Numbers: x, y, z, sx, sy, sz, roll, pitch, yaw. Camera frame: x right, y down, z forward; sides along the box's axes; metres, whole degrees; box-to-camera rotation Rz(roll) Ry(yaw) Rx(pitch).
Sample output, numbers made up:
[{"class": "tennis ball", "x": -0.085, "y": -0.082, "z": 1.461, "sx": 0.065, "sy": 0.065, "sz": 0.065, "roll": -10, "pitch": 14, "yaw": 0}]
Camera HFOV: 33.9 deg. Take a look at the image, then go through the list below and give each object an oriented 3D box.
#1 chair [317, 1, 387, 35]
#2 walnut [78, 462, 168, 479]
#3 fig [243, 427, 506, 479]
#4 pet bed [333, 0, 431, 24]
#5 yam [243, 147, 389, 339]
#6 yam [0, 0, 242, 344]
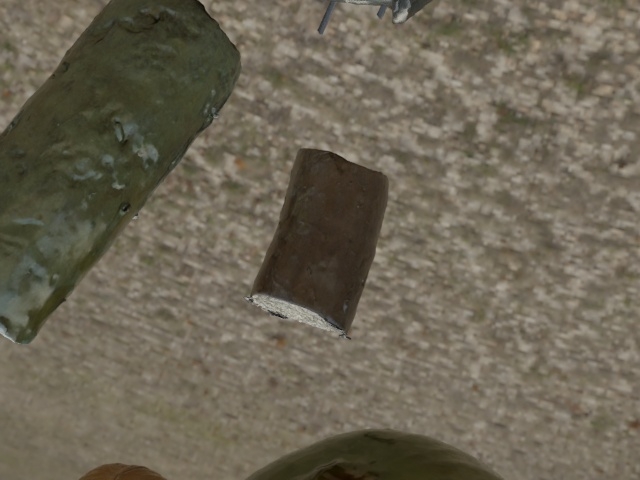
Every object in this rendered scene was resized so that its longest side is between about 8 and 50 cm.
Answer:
[{"class": "chair", "x": 0.072, "y": -0.499, "z": 1.791, "sx": 0.172, "sy": 0.158, "sz": 0.247, "roll": 60, "pitch": 141, "yaw": 8}, {"class": "walnut", "x": -0.250, "y": 0.381, "z": 1.342, "sx": 0.165, "sy": 0.165, "sz": 0.197, "roll": 14, "pitch": 113, "yaw": 13}, {"class": "fig", "x": 0.038, "y": 0.311, "z": 0.764, "sx": 0.316, "sy": 0.316, "sz": 0.316, "roll": 17, "pitch": 157, "yaw": 7}, {"class": "pet bed", "x": 0.038, "y": -0.265, "z": 0.668, "sx": 0.159, "sy": 0.183, "sz": 0.211, "roll": 6, "pitch": 153, "yaw": 4}, {"class": "yam", "x": 0.001, "y": 0.000, "z": 0.769, "sx": 0.084, "sy": 0.127, "sz": 0.084, "roll": 17, "pitch": 169, "yaw": 3}, {"class": "yam", "x": -0.109, "y": -0.038, "z": 0.487, "sx": 0.078, "sy": 0.179, "sz": 0.078, "roll": 30, "pitch": 161, "yaw": 11}]
